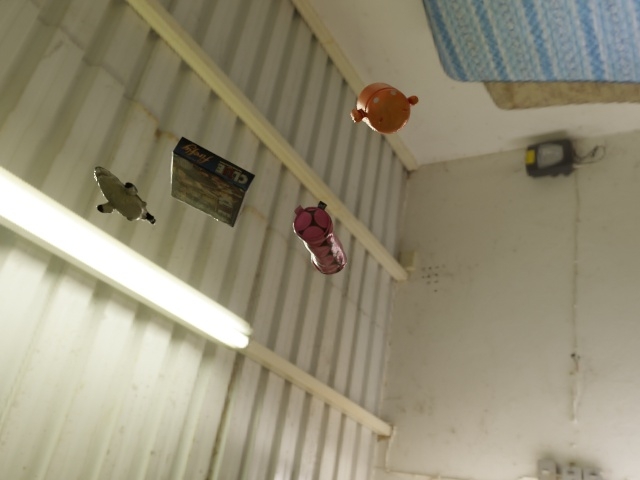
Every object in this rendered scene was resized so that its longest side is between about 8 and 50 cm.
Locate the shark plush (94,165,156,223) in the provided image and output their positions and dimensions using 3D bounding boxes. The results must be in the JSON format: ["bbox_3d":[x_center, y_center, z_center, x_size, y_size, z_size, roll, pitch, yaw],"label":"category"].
[{"bbox_3d":[-0.342,-0.077,1.109,0.067,0.073,0.161,49,-170,33],"label":"shark plush"}]

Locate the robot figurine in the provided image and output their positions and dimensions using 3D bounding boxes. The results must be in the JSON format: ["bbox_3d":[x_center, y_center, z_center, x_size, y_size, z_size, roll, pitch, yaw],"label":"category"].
[{"bbox_3d":[0.177,-0.369,1.700,0.219,0.158,0.128,-113,44,-65],"label":"robot figurine"}]

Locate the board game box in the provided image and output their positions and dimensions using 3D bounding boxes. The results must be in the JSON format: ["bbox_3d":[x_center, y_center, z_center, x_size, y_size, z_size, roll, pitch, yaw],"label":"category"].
[{"bbox_3d":[-0.238,-0.117,1.314,0.165,0.243,0.042,27,-111,-5],"label":"board game box"}]

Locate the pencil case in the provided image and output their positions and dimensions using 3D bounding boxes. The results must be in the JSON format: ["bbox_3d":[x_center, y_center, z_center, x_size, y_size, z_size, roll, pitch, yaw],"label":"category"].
[{"bbox_3d":[0.000,0.000,1.393,0.095,0.098,0.209,-48,-27,-14],"label":"pencil case"}]
